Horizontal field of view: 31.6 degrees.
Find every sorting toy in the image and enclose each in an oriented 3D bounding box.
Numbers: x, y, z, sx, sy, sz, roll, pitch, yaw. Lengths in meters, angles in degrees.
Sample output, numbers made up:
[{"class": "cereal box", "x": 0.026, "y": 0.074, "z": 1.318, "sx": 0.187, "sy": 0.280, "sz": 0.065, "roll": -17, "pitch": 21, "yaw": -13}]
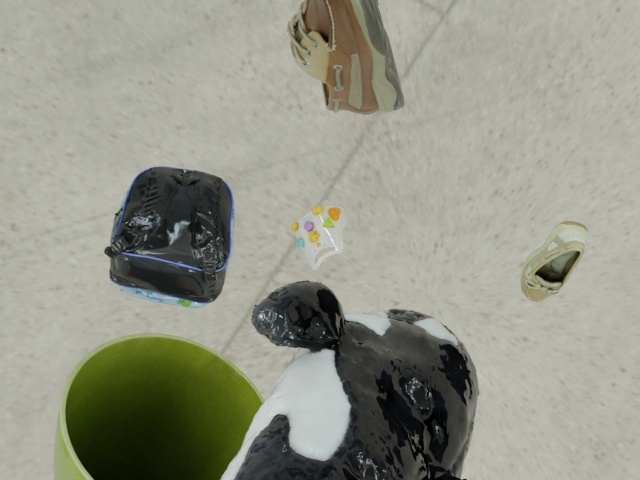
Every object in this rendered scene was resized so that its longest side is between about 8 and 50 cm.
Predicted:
[{"class": "sorting toy", "x": 0.000, "y": 0.000, "z": 1.539, "sx": 0.083, "sy": 0.045, "sz": 0.075, "roll": -37, "pitch": 52, "yaw": 21}]

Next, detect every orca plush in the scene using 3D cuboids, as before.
[{"class": "orca plush", "x": 0.019, "y": 0.092, "z": 0.440, "sx": 0.102, "sy": 0.287, "sz": 0.151, "roll": -1, "pitch": 91, "yaw": 26}]

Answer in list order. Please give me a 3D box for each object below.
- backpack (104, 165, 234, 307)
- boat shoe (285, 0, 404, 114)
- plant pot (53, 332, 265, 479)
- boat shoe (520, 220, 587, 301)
[{"class": "backpack", "x": -0.129, "y": -0.003, "z": 0.979, "sx": 0.105, "sy": 0.084, "sz": 0.114, "roll": 11, "pitch": 49, "yaw": -8}, {"class": "boat shoe", "x": 0.021, "y": -0.241, "z": 1.373, "sx": 0.120, "sy": 0.324, "sz": 0.122, "roll": -13, "pitch": 63, "yaw": 8}, {"class": "plant pot", "x": -0.238, "y": 0.317, "z": 1.480, "sx": 0.275, "sy": 0.275, "sz": 0.293, "roll": 36, "pitch": 132, "yaw": 6}, {"class": "boat shoe", "x": 0.302, "y": 0.037, "z": 1.470, "sx": 0.056, "sy": 0.153, "sz": 0.048, "roll": 18, "pitch": 49, "yaw": -10}]
